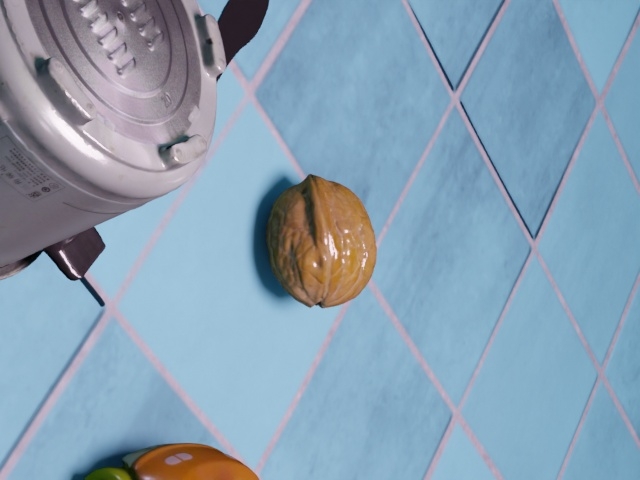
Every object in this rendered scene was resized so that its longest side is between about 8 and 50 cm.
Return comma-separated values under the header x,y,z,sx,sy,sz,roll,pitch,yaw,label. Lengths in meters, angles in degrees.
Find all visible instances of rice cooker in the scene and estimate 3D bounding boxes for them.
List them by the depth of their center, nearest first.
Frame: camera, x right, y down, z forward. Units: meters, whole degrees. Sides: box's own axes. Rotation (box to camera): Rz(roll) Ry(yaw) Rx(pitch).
x,y,z,sx,sy,sz,roll,pitch,yaw,label
-0.207,-0.105,0.917,0.281,0.227,0.241,56,31,-21,rice cooker

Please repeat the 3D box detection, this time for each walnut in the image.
x,y,z,sx,sy,sz,roll,pitch,yaw,label
0.000,0.000,1.297,0.105,0.105,0.125,7,75,-52,walnut

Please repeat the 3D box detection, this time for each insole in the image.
x,y,z,sx,sy,sz,roll,pitch,yaw,label
-0.080,-0.181,1.258,0.045,0.002,0.135,55,51,-37,insole

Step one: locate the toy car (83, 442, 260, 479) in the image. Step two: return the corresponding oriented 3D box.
x,y,z,sx,sy,sz,roll,pitch,yaw,label
-0.078,0.278,1.107,0.145,0.235,0.235,11,83,-52,toy car
